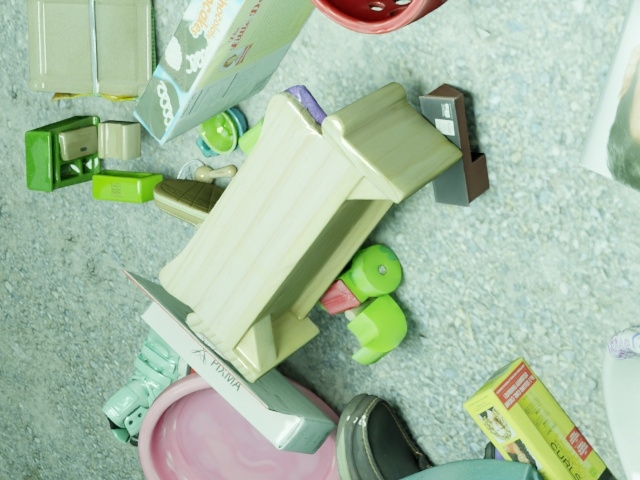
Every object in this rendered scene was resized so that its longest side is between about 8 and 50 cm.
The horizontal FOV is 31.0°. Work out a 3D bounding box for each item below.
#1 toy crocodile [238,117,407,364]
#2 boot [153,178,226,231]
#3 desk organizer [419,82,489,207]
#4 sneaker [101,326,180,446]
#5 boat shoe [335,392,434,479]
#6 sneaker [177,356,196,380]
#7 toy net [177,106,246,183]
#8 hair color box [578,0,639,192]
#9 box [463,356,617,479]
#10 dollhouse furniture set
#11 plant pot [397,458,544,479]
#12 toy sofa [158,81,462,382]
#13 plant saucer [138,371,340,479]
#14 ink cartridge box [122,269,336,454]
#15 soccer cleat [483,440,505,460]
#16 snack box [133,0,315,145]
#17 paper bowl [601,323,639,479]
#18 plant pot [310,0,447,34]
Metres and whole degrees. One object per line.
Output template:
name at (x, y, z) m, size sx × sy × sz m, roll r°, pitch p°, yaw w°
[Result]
toy crocodile at (0.000, 0.000, 1.475) m, size 0.115 × 0.105 × 0.340 m, roll -25°, pitch 97°, yaw 49°
boot at (-0.142, 0.015, 1.591) m, size 0.213 × 0.077 × 0.165 m, roll 20°, pitch 124°, yaw 3°
desk organizer at (0.152, -0.108, 1.300) m, size 0.047 × 0.050 × 0.130 m, roll 10°, pitch 122°, yaw 38°
sneaker at (-0.276, 0.223, 1.850) m, size 0.094 × 0.151 × 0.256 m, roll 32°, pitch 133°, yaw 26°
boat shoe at (0.136, 0.356, 1.589) m, size 0.130 × 0.132 × 0.355 m, roll -6°, pitch 121°, yaw 35°
sneaker at (-0.147, 0.174, 1.738) m, size 0.118 × 0.107 × 0.279 m, roll 13°, pitch 128°, yaw 26°
toy net at (-0.169, -0.120, 1.599) m, size 0.122 × 0.045 × 0.232 m, roll 42°, pitch 138°, yaw 14°
hair color box at (0.368, -0.201, 0.960) m, size 0.185 × 0.113 × 0.374 m, roll 29°, pitch 127°, yaw 27°
box at (0.280, 0.261, 1.404) m, size 0.232 × 0.087 × 0.058 m, roll 53°, pitch 137°, yaw 4°
dollhouse furniture set at (-0.301, -0.218, 1.645) m, size 0.197 × 0.151 × 0.301 m, roll 6°, pitch 104°, yaw 18°
plant pot at (0.173, 0.396, 1.345) m, size 0.252 × 0.247 × 0.248 m, roll -34°, pitch 91°, yaw 23°
toy sofa at (-0.021, -0.021, 1.325) m, size 0.177 × 0.150 × 0.362 m, roll 44°, pitch 128°, yaw 10°
plant saucer at (-0.103, 0.312, 1.722) m, size 0.332 × 0.084 × 0.332 m, roll 5°, pitch 122°, yaw 8°
ink cartridge box at (-0.128, 0.161, 1.485) m, size 0.275 × 0.239 × 0.060 m, roll 40°, pitch 94°, yaw 24°
soccer cleat at (0.293, 0.397, 1.488) m, size 0.116 × 0.108 × 0.318 m, roll -16°, pitch 98°, yaw 18°
snack box at (-0.084, -0.253, 1.322) m, size 0.060 × 0.187 × 0.322 m, roll 48°, pitch 138°, yaw 7°
paper bowl at (0.405, 0.204, 1.142) m, size 0.284 × 0.148 × 0.284 m, roll 164°, pitch 90°, yaw -83°
plant pot at (0.081, -0.318, 1.133) m, size 0.191 × 0.174 × 0.191 m, roll 23°, pitch 130°, yaw 30°
